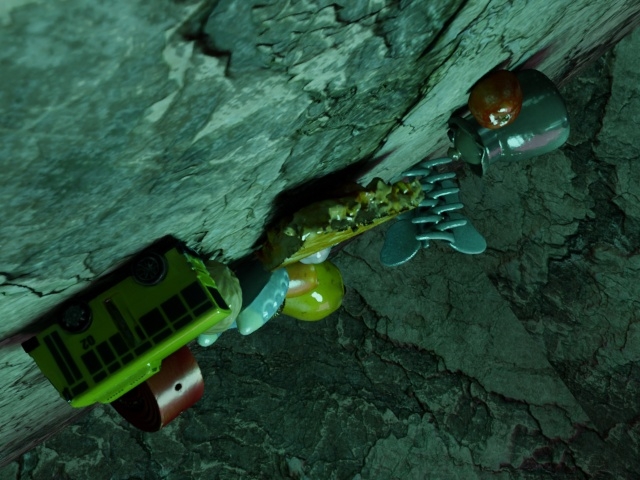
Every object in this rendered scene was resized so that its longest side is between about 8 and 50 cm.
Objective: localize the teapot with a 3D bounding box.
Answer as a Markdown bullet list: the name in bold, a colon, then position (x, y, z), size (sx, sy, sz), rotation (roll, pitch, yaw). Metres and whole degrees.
- **teapot**: position (0.449, -0.312, 1.325), size (0.285, 0.305, 0.223), rotation (-28, 139, 4)

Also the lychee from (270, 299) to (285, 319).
- **lychee**: position (-0.197, 0.208, 1.774), size (0.171, 0.171, 0.171), rotation (-34, 175, -4)

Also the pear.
- **pear**: position (-0.073, 0.197, 1.974), size (0.336, 0.285, 0.285), rotation (-26, 175, 2)

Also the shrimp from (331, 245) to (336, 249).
- **shrimp**: position (-0.028, 0.018, 1.715), size (0.360, 0.085, 0.247), rotation (-30, -179, 2)

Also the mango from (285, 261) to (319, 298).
- **mango**: position (-0.134, 0.118, 1.556), size (0.252, 0.126, 0.154), rotation (-8, -154, -10)

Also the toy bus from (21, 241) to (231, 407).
- **toy bus**: position (-0.277, 0.128, 0.746), size (0.262, 0.150, 0.128), rotation (-34, 173, -5)

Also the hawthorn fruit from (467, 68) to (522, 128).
- **hawthorn fruit**: position (0.390, -0.311, 1.108), size (0.128, 0.128, 0.128), rotation (-34, 175, -4)

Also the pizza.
- **pizza**: position (0.020, -0.055, 1.087), size (0.440, 0.130, 0.406), rotation (-25, 175, 7)

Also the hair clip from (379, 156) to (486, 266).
- **hair clip**: position (0.393, -0.108, 1.783), size (0.392, 0.318, 0.238), rotation (-7, 160, 3)

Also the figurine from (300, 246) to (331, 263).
- **figurine**: position (0.000, 0.000, 1.506), size (0.229, 0.112, 0.137), rotation (-36, -165, 3)

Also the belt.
- **belt**: position (-0.380, 0.276, 1.059), size (0.324, 0.227, 0.115), rotation (-12, -167, 47)

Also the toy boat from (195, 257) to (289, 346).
- **toy boat**: position (-0.182, 0.165, 1.283), size (0.215, 0.123, 0.330), rotation (-21, -161, 20)

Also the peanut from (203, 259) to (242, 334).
- **peanut**: position (-0.232, 0.117, 1.024), size (0.325, 0.140, 0.153), rotation (156, -49, -80)
